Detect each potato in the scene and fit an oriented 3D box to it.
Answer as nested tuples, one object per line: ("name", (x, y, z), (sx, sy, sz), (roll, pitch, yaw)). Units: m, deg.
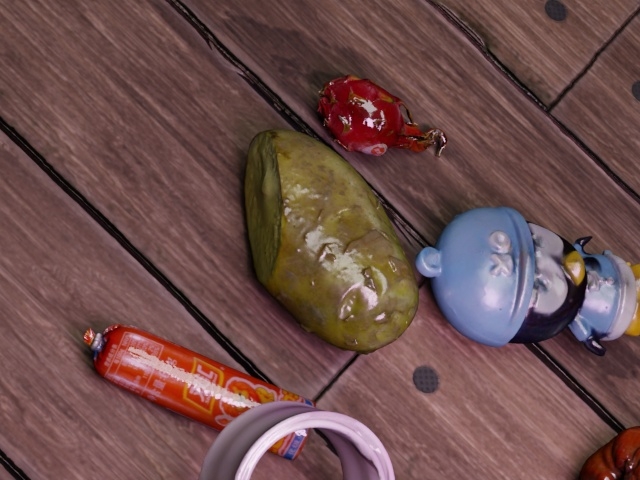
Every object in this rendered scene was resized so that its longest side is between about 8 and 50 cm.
("potato", (0.000, 0.000, 1.779), (0.176, 0.141, 0.298), (-19, 68, -40))

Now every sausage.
("sausage", (-0.139, 0.162, 1.690), (0.274, 0.074, 0.074), (24, 61, -8))

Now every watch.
("watch", (0.007, 0.271, 1.599), (0.248, 0.211, 0.217), (-30, 103, -20))

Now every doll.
("doll", (0.258, 0.049, 1.850), (0.314, 0.141, 0.177), (9, 62, -21))

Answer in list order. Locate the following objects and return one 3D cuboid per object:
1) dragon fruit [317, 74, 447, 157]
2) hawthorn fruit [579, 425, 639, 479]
("dragon fruit", (0.083, -0.143, 1.902), (0.190, 0.094, 0.094), (22, 61, -24))
("hawthorn fruit", (0.411, 0.313, 1.775), (0.202, 0.185, 0.185), (24, 60, -27))
